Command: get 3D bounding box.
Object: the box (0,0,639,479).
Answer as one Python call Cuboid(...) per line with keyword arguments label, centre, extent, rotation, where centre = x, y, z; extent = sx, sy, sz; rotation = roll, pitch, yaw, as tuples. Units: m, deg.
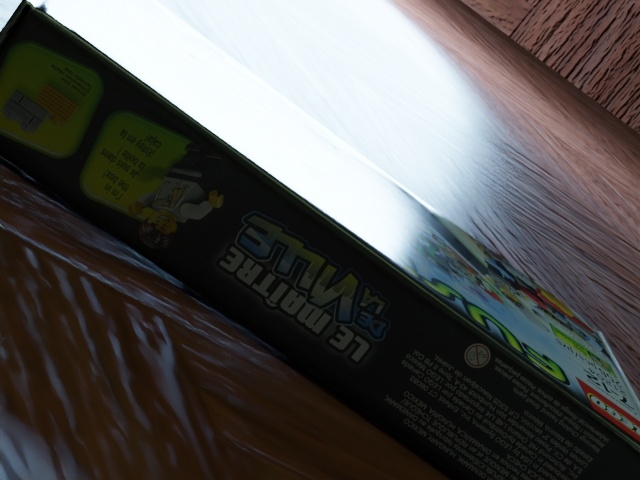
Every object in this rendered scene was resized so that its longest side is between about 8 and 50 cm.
Cuboid(label="box", centre=(0.000, 0.000, 0.480), extent=(0.207, 0.036, 0.114), rotation=(36, 12, -13))
